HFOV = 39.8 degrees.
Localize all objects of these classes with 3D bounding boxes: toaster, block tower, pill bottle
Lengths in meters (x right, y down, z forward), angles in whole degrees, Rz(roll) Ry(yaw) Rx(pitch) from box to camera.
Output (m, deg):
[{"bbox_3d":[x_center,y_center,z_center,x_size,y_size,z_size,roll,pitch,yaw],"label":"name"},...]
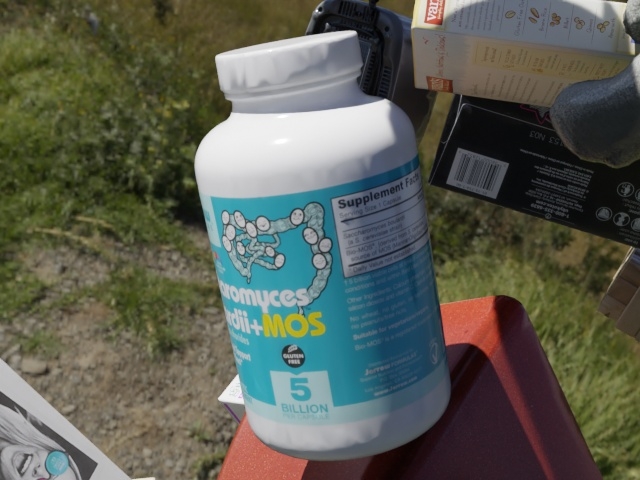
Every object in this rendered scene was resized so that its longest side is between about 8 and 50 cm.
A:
[{"bbox_3d":[0.056,-0.183,1.016,0.129,0.226,0.146,23,18,29],"label":"toaster"},{"bbox_3d":[0.489,0.045,1.291,0.091,0.097,0.335,33,24,15],"label":"block tower"},{"bbox_3d":[0.000,0.000,0.592,0.146,0.264,0.146,-10,15,3],"label":"pill bottle"}]

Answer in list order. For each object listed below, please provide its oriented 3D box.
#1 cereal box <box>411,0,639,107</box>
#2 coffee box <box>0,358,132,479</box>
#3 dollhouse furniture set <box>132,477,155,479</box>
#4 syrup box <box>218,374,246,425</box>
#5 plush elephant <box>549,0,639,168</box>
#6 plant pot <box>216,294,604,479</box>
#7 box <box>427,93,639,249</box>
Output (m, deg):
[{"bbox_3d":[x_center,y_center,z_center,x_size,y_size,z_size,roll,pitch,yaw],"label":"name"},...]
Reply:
[{"bbox_3d":[0.197,-0.152,0.733,0.240,0.047,0.173,10,-4,7],"label":"cereal box"},{"bbox_3d":[-0.358,0.365,0.803,0.334,0.338,0.338,48,42,-16],"label":"coffee box"},{"bbox_3d":[-0.253,0.373,1.181,0.081,0.091,0.114,-3,54,-3],"label":"dollhouse furniture set"},{"bbox_3d":[-0.019,0.215,1.162,0.237,0.096,0.093,-3,38,48],"label":"syrup box"},{"bbox_3d":[0.367,-0.141,0.599,0.272,0.330,0.255,40,48,17],"label":"plush elephant"},{"bbox_3d":[0.062,0.233,0.758,0.267,0.267,0.236,-14,19,42],"label":"plant pot"},{"bbox_3d":[0.262,-0.118,0.962,0.247,0.163,0.142,18,34,6],"label":"box"}]
